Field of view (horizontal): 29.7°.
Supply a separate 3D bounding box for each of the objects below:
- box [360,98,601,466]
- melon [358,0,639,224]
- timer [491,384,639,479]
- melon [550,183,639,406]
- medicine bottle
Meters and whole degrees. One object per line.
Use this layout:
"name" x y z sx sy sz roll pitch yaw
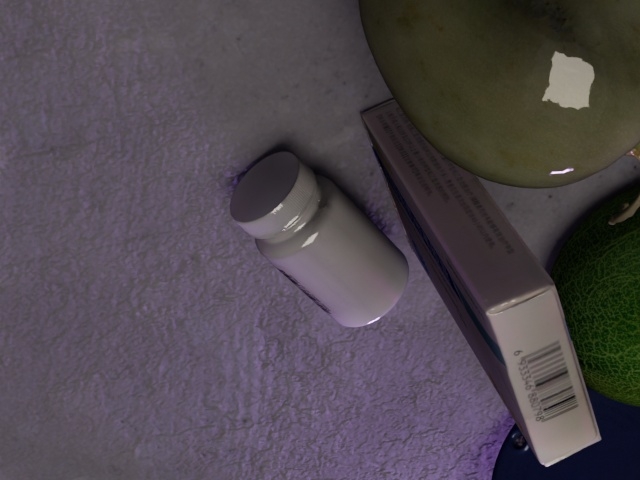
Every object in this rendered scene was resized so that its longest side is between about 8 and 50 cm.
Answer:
"box" 0.143 0.024 1.127 0.065 0.343 0.200 -25 127 -1
"melon" 0.173 -0.180 1.030 0.308 0.272 0.272 26 121 11
"timer" 0.423 0.346 1.520 0.383 0.270 0.270 25 116 -44
"melon" 0.341 0.087 1.302 0.169 0.129 0.265 -20 97 11
"medicine bottle" 0.000 0.000 1.224 0.103 0.103 0.187 -38 125 13
